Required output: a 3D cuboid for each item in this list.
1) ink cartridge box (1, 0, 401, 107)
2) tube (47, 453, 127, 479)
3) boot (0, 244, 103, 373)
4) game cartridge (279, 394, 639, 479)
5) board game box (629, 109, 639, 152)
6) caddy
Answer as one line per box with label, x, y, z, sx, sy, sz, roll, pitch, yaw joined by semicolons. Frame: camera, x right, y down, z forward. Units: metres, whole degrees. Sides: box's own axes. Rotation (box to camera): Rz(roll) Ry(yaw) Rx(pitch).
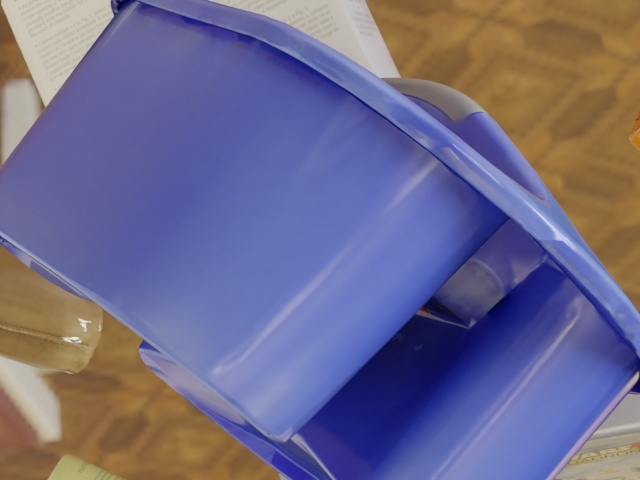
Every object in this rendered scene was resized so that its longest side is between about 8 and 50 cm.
ink cartridge box;-0.084;-0.145;1.132;0.189;0.232;0.066;-27;170;15
tube;-0.094;0.233;1.472;0.240;0.070;0.062;24;148;5
boot;-0.302;-0.004;1.294;0.269;0.236;0.089;13;115;-31
game cartridge;0.135;0.116;1.089;0.297;0.062;0.198;-13;161;11
board game box;0.484;-0.107;1.334;0.356;0.356;0.356;-37;100;31
caddy;0.000;0.000;0.866;0.179;0.341;0.241;-50;120;-8
